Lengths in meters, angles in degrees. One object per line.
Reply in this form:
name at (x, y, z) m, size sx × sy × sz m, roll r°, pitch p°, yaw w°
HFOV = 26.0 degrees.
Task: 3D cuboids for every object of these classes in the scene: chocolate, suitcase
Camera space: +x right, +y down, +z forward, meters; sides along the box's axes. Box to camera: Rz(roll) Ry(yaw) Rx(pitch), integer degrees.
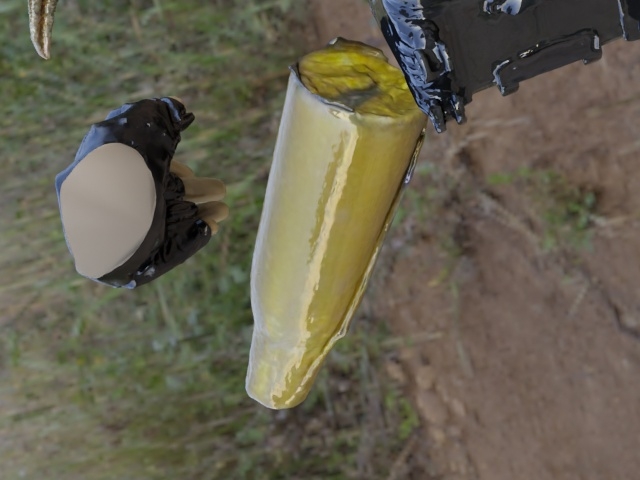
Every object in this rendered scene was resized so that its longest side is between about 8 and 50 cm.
chocolate at (0.000, 0.000, 1.583) m, size 0.162 × 0.162 × 0.445 m, roll -92°, pitch 14°, yaw -56°
suitcase at (0.142, -0.319, 1.324) m, size 0.434 × 0.283 × 0.194 m, roll -109°, pitch -2°, yaw -45°

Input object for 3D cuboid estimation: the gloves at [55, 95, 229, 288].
gloves at (-0.142, -0.042, 1.140) m, size 0.203 × 0.124 × 0.164 m, roll 3°, pitch -85°, yaw -86°

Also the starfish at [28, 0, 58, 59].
starfish at (-0.287, -0.359, 1.585) m, size 0.231 × 0.048 × 0.295 m, roll -13°, pitch -79°, yaw -48°
